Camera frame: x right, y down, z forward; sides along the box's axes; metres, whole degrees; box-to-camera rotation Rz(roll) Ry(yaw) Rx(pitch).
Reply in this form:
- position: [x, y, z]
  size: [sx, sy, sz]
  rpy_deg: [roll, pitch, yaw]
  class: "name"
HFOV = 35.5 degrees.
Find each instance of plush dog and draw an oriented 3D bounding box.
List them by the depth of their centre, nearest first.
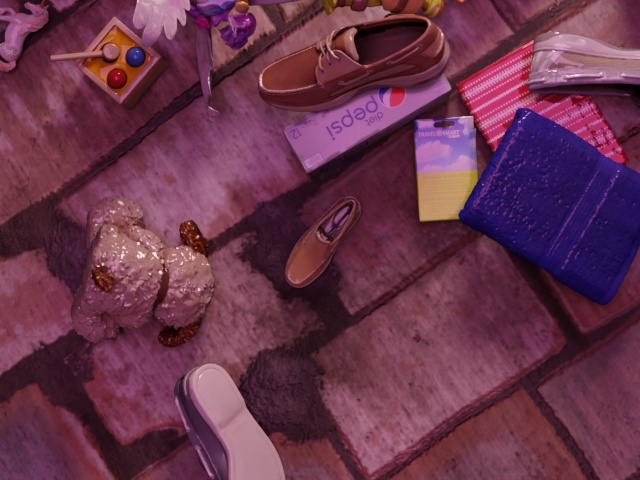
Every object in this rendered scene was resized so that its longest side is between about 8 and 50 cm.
- position: [-0.290, 0.066, 1.712]
  size: [0.225, 0.210, 0.262]
  rpy_deg: [9, 92, -23]
  class: "plush dog"

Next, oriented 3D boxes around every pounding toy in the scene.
- position: [-0.368, -0.313, 1.749]
  size: [0.141, 0.100, 0.130]
  rpy_deg: [41, 91, 4]
  class: "pounding toy"

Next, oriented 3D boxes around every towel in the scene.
- position: [0.408, -0.058, 1.691]
  size: [0.308, 0.076, 0.227]
  rpy_deg: [30, 92, -9]
  class: "towel"
- position: [0.386, -0.200, 1.739]
  size: [0.199, 0.031, 0.274]
  rpy_deg: [-30, 87, 2]
  class: "towel"

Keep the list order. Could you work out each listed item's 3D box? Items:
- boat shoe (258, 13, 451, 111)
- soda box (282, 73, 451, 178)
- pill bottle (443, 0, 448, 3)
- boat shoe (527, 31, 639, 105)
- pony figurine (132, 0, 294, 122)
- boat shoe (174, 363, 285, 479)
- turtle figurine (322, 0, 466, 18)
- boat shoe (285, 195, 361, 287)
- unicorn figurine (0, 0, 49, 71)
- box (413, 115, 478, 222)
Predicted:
- position: [0.045, -0.302, 1.634]
  size: [0.324, 0.116, 0.123]
  rpy_deg: [-14, 64, 11]
  class: "boat shoe"
- position: [0.081, -0.218, 1.723]
  size: [0.286, 0.098, 0.091]
  rpy_deg: [-30, 85, 2]
  class: "soda box"
- position: [0.268, -0.507, 1.707]
  size: [0.208, 0.119, 0.119]
  rpy_deg: [-37, 87, 3]
  class: "pill bottle"
- position: [0.506, -0.266, 1.678]
  size: [0.320, 0.118, 0.103]
  rpy_deg: [13, 85, -6]
  class: "boat shoe"
- position: [-0.184, -0.426, 1.683]
  size: [0.364, 0.303, 0.351]
  rpy_deg: [-19, 56, 6]
  class: "pony figurine"
- position: [-0.160, 0.367, 1.747]
  size: [0.099, 0.116, 0.319]
  rpy_deg: [-20, 96, 46]
  class: "boat shoe"
- position: [0.127, -0.408, 1.632]
  size: [0.217, 0.269, 0.087]
  rpy_deg: [7, 68, -25]
  class: "turtle figurine"
- position: [0.000, 0.000, 1.737]
  size: [0.068, 0.072, 0.190]
  rpy_deg: [34, 91, 3]
  class: "boat shoe"
- position: [-0.550, -0.378, 1.788]
  size: [0.111, 0.060, 0.162]
  rpy_deg: [20, 106, 3]
  class: "unicorn figurine"
- position: [0.219, -0.123, 1.741]
  size: [0.109, 0.042, 0.178]
  rpy_deg: [-3, 89, 3]
  class: "box"
